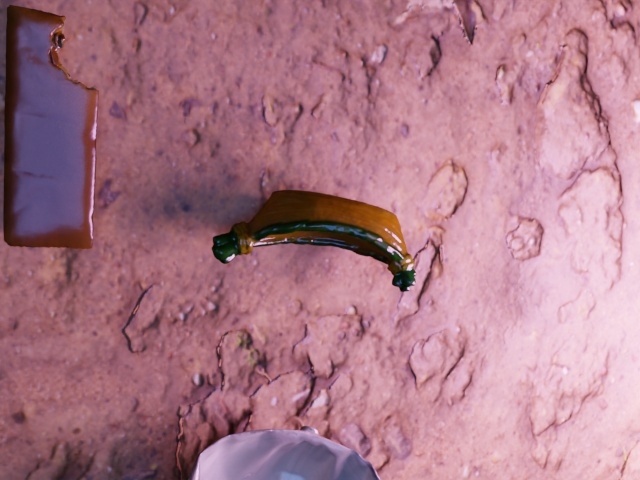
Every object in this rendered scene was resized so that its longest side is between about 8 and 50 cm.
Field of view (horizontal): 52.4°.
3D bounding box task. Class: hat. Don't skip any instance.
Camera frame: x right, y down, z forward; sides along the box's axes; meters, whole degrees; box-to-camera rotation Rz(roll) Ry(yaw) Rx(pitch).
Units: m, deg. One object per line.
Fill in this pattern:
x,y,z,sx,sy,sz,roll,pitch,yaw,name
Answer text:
-0.064,0.362,0.737,0.257,0.168,0.302,23,117,-10,hat

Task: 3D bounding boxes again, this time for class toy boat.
0.000,0.000,0.710,0.229,0.089,0.088,11,75,-9,toy boat

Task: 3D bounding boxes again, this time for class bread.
-0.264,-0.107,0.642,0.088,0.049,0.226,3,97,-16,bread
